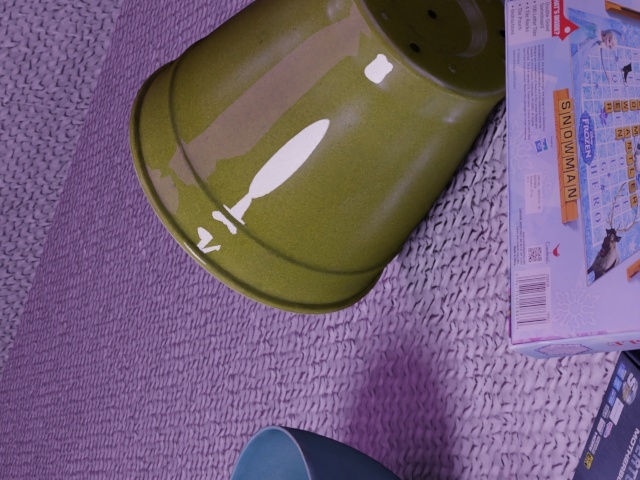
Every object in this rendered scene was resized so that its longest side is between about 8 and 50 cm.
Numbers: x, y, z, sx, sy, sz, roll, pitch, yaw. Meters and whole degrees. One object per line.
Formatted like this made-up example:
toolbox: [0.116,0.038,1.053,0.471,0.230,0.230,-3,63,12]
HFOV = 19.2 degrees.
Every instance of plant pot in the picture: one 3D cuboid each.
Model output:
plant pot: [0.024,0.361,2.133,0.290,0.195,0.290,-172,90,-67]
plant pot: [0.031,-0.162,2.142,0.353,0.366,0.366,-43,44,39]

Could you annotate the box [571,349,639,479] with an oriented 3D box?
box: [0.298,0.240,1.712,0.183,0.059,0.232,-128,50,-57]

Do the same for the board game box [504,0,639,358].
board game box: [0.309,-0.073,1.573,0.318,0.066,0.318,-7,74,31]
